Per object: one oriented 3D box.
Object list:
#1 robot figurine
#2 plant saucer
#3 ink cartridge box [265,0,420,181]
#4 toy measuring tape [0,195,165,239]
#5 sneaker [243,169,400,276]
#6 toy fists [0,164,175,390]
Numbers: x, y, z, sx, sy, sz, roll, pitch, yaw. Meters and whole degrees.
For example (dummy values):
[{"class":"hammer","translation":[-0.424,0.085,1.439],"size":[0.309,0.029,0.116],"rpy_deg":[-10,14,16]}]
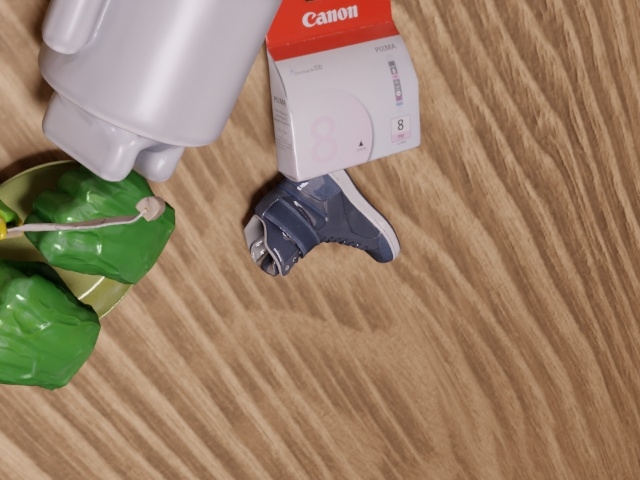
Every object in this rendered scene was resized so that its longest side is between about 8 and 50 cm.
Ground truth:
[{"class":"robot figurine","translation":[-0.150,-0.233,1.168],"size":[0.300,0.199,0.353],"rpy_deg":[-7,127,-63]},{"class":"plant saucer","translation":[-0.308,0.009,1.338],"size":[0.241,0.037,0.241],"rpy_deg":[-21,132,-26]},{"class":"ink cartridge box","translation":[0.028,-0.204,1.404],"size":[0.189,0.066,0.232],"rpy_deg":[-18,119,-29]},{"class":"toy measuring tape","translation":[-0.324,-0.056,1.169],"size":[0.330,0.121,0.121],"rpy_deg":[-7,130,3]},{"class":"sneaker","translation":[-0.001,-0.001,1.531],"size":[0.163,0.086,0.226],"rpy_deg":[-52,129,-12]},{"class":"toy fists","translation":[-0.285,0.034,1.281],"size":[0.279,0.096,0.142],"rpy_deg":[-53,145,4]}]
